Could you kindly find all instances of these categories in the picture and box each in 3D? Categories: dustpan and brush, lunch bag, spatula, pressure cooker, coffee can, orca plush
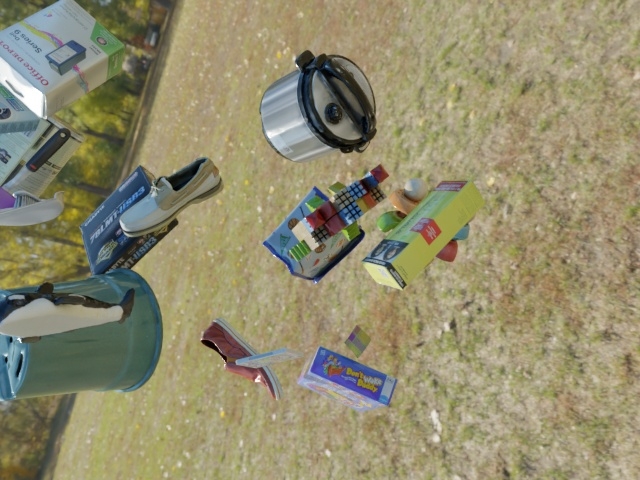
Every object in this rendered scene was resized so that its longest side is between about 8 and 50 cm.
[{"bbox_3d":[-0.545,-0.065,1.050,0.211,0.147,0.060,110,143,-80],"label":"dustpan and brush"},{"bbox_3d":[0.000,0.000,2.273,0.328,0.385,0.239,-45,70,4],"label":"lunch bag"},{"bbox_3d":[-0.680,-0.149,1.246,0.296,0.084,0.030,-43,38,0],"label":"spatula"},{"bbox_3d":[0.012,-0.509,2.126,0.420,0.370,0.375,-10,79,51],"label":"pressure cooker"},{"bbox_3d":[-0.881,-0.263,1.647,0.275,0.201,0.201,-52,23,-3],"label":"coffee can"},{"bbox_3d":[-0.499,0.113,1.063,0.151,0.287,0.102,-45,66,36],"label":"orca plush"}]

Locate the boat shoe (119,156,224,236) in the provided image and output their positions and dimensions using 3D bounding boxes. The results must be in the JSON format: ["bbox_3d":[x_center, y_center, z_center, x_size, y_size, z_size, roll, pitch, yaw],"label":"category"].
[{"bbox_3d":[-0.412,-0.126,1.474,0.113,0.302,0.103,42,158,38],"label":"boat shoe"}]

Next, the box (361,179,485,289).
[{"bbox_3d":[0.184,-0.015,0.974,0.232,0.058,0.087,-43,21,-15],"label":"box"}]

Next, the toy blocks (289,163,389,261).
[{"bbox_3d":[0.074,-0.099,1.728,0.381,0.191,0.261,-36,0,-18],"label":"toy blocks"}]

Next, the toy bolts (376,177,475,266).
[{"bbox_3d":[0.289,-0.040,1.379,0.218,0.228,0.158,-105,36,-53],"label":"toy bolts"}]

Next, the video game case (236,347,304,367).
[{"bbox_3d":[-0.108,0.254,1.178,0.122,0.087,0.011,-17,67,19],"label":"video game case"}]

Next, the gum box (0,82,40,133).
[{"bbox_3d":[-0.790,-0.314,1.278,0.041,0.157,0.184,-49,-9,30],"label":"gum box"}]

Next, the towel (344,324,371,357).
[{"bbox_3d":[0.102,0.274,1.487,0.009,0.060,0.083,-40,5,44],"label":"towel"}]

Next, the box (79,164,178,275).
[{"bbox_3d":[-0.599,-0.050,1.684,0.295,0.073,0.293,-43,48,5],"label":"box"}]

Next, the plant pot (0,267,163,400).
[{"bbox_3d":[-0.639,0.243,1.371,0.341,0.334,0.341,-1,89,33],"label":"plant pot"}]

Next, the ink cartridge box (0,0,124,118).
[{"bbox_3d":[-0.531,-0.369,1.102,0.212,0.154,0.093,-50,4,-32],"label":"ink cartridge box"}]

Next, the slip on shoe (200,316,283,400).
[{"bbox_3d":[-0.235,0.367,1.636,0.101,0.331,0.123,-40,-26,-25],"label":"slip on shoe"}]

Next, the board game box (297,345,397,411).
[{"bbox_3d":[0.066,0.421,1.627,0.347,0.233,0.078,113,180,-69],"label":"board game box"}]
